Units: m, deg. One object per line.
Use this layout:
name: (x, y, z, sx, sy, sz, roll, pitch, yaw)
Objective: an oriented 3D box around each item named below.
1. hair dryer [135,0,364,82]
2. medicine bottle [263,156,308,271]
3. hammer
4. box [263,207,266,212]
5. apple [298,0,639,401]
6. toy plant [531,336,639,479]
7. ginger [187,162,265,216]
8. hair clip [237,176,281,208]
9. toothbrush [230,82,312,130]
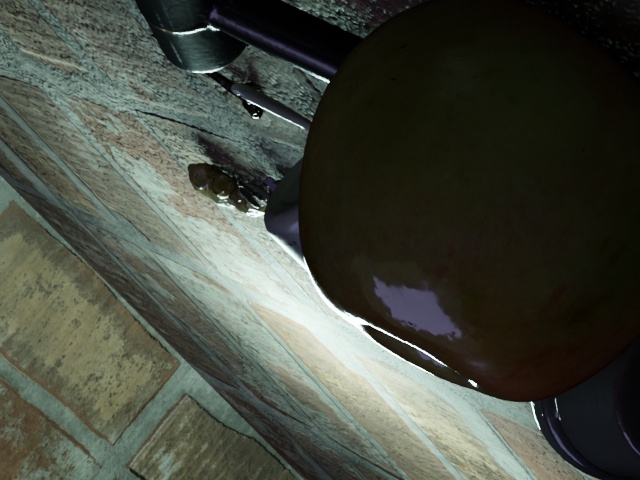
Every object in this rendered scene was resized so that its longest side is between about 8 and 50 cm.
hair dryer: (-0.028, -0.190, 1.449, 0.352, 0.107, 0.189, 29, 165, 18)
medicine bottle: (0.084, 0.022, 1.660, 0.288, 0.157, 0.157, 44, 165, -19)
hammer: (-0.138, -0.211, 1.800, 0.178, 0.021, 0.065, 38, 165, 18)
box: (0.015, -0.013, 1.869, 0.152, 0.048, 0.100, 33, -166, 17)
apple: (0.128, -0.025, 1.171, 0.319, 0.277, 0.319, 36, 166, 10)
toy plant: (0.304, 0.146, 1.458, 0.279, 0.185, 0.400, 14, 176, -7)
ginger: (-0.124, -0.070, 2.132, 0.173, 0.051, 0.069, 19, 161, 43)
hair clip: (0.000, 0.000, 1.976, 0.292, 0.084, 0.106, 40, 169, 21)
toothbrush: (0.027, -0.108, 1.536, 0.263, 0.026, 0.022, 26, 180, -13)
